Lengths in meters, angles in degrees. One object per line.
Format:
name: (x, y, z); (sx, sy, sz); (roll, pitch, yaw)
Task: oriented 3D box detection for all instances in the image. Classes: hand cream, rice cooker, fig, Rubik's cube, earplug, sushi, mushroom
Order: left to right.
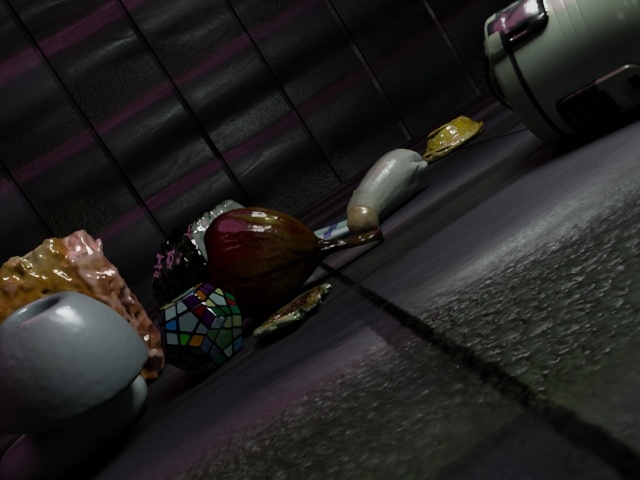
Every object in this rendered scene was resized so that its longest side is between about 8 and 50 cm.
earplug: (-0.332, 0.204, 0.758); (0.214, 0.175, 0.325); (-40, -20, -45)
Rubik's cube: (-0.174, 0.127, 0.831); (0.112, 0.133, 0.133); (-4, -5, -22)
sushi: (-0.226, 0.043, 1.205); (0.171, 0.211, 0.350); (-37, 16, 17)
fig: (-0.061, 0.002, 0.947); (0.290, 0.190, 0.190); (-34, 6, -1)
hand cream: (0.000, 0.000, 1.309); (0.321, 0.067, 0.109); (-22, 8, 20)
mushroom: (0.118, -0.086, 1.159); (0.118, 0.103, 0.270); (-34, 13, 49)
rice cooker: (0.351, -0.259, 0.790); (0.244, 0.226, 0.226); (-23, 11, 41)

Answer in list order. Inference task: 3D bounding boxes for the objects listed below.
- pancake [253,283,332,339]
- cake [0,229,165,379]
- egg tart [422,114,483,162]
pancake: (-0.043, 0.102, 0.801); (0.116, 0.022, 0.129); (-30, 2, 21)
cake: (-0.464, 0.175, 1.057); (0.293, 0.314, 0.307); (-32, -3, -20)
egg tart: (0.363, -0.291, 1.603); (0.191, 0.074, 0.191); (-30, 5, 3)
